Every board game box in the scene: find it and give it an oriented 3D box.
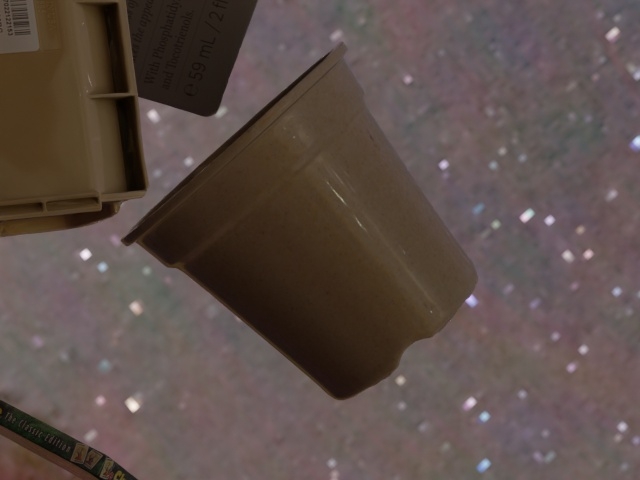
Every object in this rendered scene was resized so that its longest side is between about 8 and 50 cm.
[{"bbox_3d":[-0.311,0.224,1.929,0.260,0.030,0.136,23,-14,29],"label":"board game box"}]

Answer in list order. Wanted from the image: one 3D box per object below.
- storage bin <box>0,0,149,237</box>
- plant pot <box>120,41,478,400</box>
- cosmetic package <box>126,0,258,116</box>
[{"bbox_3d":[-0.257,-0.130,1.051,0.123,0.260,0.262,167,-84,-66],"label":"storage bin"},{"bbox_3d":[0.000,0.000,1.938,0.305,0.334,0.334,48,-23,-5],"label":"plant pot"},{"bbox_3d":[-0.251,-0.412,2.066,0.394,0.327,0.329,16,-47,-9],"label":"cosmetic package"}]
